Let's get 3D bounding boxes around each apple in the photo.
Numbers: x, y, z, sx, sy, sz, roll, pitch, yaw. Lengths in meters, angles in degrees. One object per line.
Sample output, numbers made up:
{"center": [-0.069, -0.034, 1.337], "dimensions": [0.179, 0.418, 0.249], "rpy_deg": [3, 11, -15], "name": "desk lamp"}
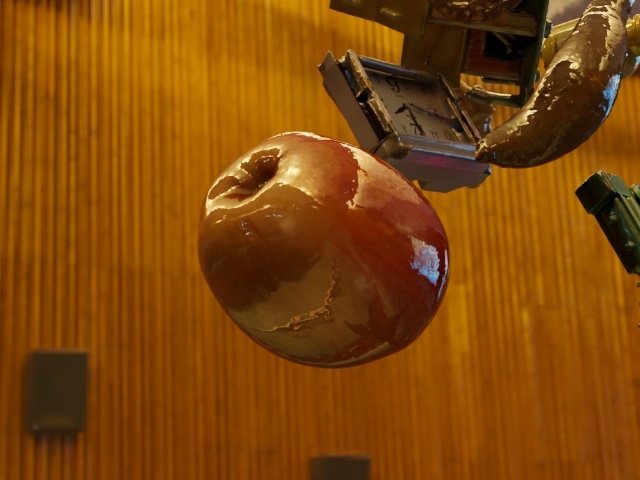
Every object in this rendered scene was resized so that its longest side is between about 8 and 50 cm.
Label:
{"center": [0.000, 0.000, 1.435], "dimensions": [0.242, 0.242, 0.241], "rpy_deg": [-14, -41, 34], "name": "apple"}

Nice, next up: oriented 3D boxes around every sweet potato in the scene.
{"center": [0.191, -0.124, 1.024], "dimensions": [0.069, 0.249, 0.059], "rpy_deg": [-13, -58, 48], "name": "sweet potato"}

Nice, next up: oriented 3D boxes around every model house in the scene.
{"center": [0.176, -0.381, 2.128], "dimensions": [0.324, 0.300, 0.340], "rpy_deg": [8, 25, 0], "name": "model house"}

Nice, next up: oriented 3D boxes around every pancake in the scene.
{"center": [0.156, -0.269, 1.437], "dimensions": [0.115, 0.114, 0.011], "rpy_deg": [-4, -12, 3], "name": "pancake"}

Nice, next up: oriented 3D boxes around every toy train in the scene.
{"center": [0.424, -0.015, 1.940], "dimensions": [0.111, 0.170, 0.071], "rpy_deg": [9, -43, -48], "name": "toy train"}

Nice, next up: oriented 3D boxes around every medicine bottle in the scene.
{"center": [0.486, -0.325, 2.373], "dimensions": [0.213, 0.121, 0.122], "rpy_deg": [-14, -20, 38], "name": "medicine bottle"}

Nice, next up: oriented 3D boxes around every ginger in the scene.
{"center": [0.227, -0.175, 2.281], "dimensions": [0.193, 0.052, 0.176], "rpy_deg": [48, -32, -9], "name": "ginger"}

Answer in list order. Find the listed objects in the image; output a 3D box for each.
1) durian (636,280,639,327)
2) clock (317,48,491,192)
{"center": [0.480, 0.029, 1.673], "dimensions": [0.158, 0.355, 0.169], "rpy_deg": [18, -14, -21], "name": "durian"}
{"center": [0.116, -0.162, 1.958], "dimensions": [0.253, 0.186, 0.083], "rpy_deg": [6, -40, -49], "name": "clock"}
